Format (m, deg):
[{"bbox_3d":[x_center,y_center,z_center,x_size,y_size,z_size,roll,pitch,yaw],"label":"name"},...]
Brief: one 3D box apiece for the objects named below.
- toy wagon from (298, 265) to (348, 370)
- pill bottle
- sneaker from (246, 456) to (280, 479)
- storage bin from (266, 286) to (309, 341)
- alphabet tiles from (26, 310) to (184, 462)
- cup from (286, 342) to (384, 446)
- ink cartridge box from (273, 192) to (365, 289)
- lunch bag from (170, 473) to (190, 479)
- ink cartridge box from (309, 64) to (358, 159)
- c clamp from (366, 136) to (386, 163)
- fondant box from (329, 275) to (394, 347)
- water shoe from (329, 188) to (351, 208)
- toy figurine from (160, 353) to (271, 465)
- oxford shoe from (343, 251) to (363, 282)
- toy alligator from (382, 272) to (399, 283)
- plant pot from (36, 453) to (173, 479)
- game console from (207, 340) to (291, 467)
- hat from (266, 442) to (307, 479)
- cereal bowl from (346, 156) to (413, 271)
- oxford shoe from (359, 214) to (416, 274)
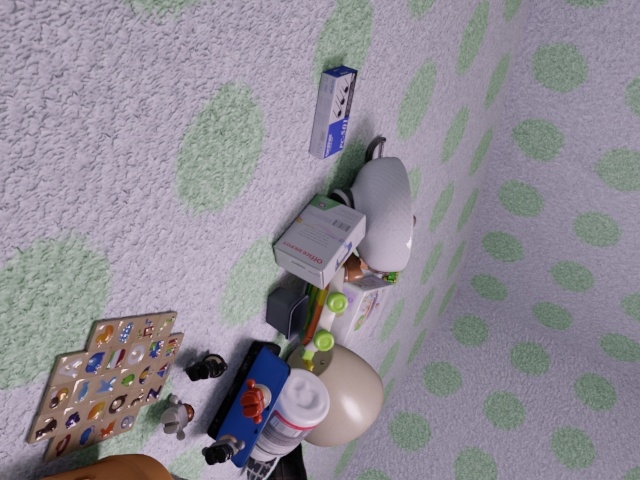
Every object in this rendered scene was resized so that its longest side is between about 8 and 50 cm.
[{"bbox_3d":[-0.008,0.213,1.717,0.267,0.068,0.344,-114,-139,-70],"label":"toy wagon"},{"bbox_3d":[-0.117,0.532,1.776,0.176,0.176,0.318,-36,165,-49],"label":"pill bottle"},{"bbox_3d":[-0.145,0.713,2.042,0.275,0.107,0.110,-54,136,-21],"label":"sneaker"},{"bbox_3d":[-0.093,0.193,1.648,0.098,0.091,0.135,-41,149,-44],"label":"storage bin"},{"bbox_3d":[-0.401,0.275,1.165,0.342,0.011,0.285,4,111,-66],"label":"alphabet tiles"},{"bbox_3d":[0.012,0.458,1.939,0.331,0.331,0.237,-51,130,-30],"label":"cup"},{"bbox_3d":[0.000,0.000,1.559,0.212,0.154,0.093,-51,156,-31],"label":"ink cartridge box"},{"bbox_3d":[-0.307,0.769,1.517,0.212,0.305,0.256,-55,155,-19],"label":"lunch bag"},{"bbox_3d":[0.031,-0.307,1.439,0.097,0.046,0.207,-36,145,-48],"label":"ink cartridge box"},{"bbox_3d":[0.177,-0.261,1.853,0.137,0.022,0.160,-46,154,-26],"label":"c clamp"},{"bbox_3d":[0.144,0.264,2.244,0.330,0.096,0.238,-2,116,-66],"label":"fondant box"},{"bbox_3d":[0.034,-0.048,1.692,0.080,0.073,0.203,-36,145,-41],"label":"water shoe"},{"bbox_3d":[-0.242,0.389,1.385,0.209,0.213,0.148,-60,174,-1],"label":"toy figurine"},{"bbox_3d":[0.080,0.057,1.780,0.212,0.076,0.076,-106,-163,-55],"label":"oxford shoe"},{"bbox_3d":[0.286,0.166,2.513,0.051,0.056,0.189,-105,-157,-57],"label":"toy alligator"},{"bbox_3d":[-0.426,0.537,1.081,0.203,0.291,0.291,30,87,-52],"label":"plant pot"},{"bbox_3d":[-0.166,0.447,1.653,0.293,0.173,0.250,-62,158,-3],"label":"game console"},{"bbox_3d":[-0.156,0.858,2.128,0.134,0.331,0.331,4,118,-22],"label":"hat"},{"bbox_3d":[0.153,-0.072,1.720,0.339,0.141,0.339,177,-90,-82],"label":"cereal bowl"},{"bbox_3d":[0.285,0.016,2.234,0.364,0.133,0.130,-45,151,-39],"label":"oxford shoe"}]
